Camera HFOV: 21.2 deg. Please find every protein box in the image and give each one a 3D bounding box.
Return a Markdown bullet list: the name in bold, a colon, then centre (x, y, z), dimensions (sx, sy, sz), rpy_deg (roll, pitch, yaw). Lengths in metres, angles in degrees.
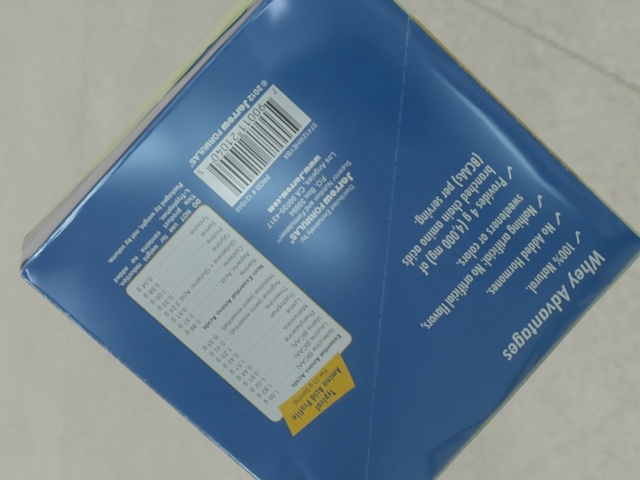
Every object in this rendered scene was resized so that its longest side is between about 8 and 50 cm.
- **protein box**: centre (0.000, 0.000, 0.802), dimensions (0.201, 0.200, 0.136), rpy_deg (42, 179, -11)
